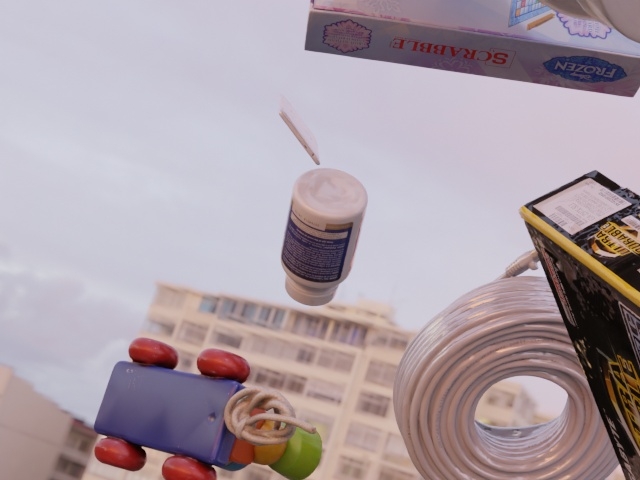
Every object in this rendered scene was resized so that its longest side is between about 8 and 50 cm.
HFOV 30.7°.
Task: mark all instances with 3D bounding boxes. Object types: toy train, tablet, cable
[{"bbox_3d":[-0.050,0.153,0.906,0.248,0.105,0.143,3,-19,44],"label":"toy train"},{"bbox_3d":[-0.017,-0.092,0.959,0.054,0.006,0.083,53,9,-15],"label":"tablet"},{"bbox_3d":[0.205,0.162,1.187,0.257,0.257,0.089,52,12,-21],"label":"cable"}]

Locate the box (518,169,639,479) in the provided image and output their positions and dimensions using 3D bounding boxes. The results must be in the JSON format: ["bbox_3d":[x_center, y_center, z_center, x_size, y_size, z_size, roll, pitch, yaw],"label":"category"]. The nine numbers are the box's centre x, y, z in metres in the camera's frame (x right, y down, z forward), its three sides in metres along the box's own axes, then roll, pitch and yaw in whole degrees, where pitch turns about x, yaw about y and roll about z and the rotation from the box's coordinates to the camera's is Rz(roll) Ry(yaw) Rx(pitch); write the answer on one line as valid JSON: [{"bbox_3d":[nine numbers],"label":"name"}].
[{"bbox_3d":[0.276,0.132,0.832,0.322,0.079,0.257,64,-7,-26],"label":"box"}]

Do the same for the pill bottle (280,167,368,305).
[{"bbox_3d":[0.000,0.000,1.037,0.067,0.067,0.120,17,-47,5],"label":"pill bottle"}]

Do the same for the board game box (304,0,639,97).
[{"bbox_3d":[0.158,-0.304,1.140,0.318,0.318,0.066,8,-28,-2],"label":"board game box"}]

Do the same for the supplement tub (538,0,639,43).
[{"bbox_3d":[0.183,-0.305,0.842,0.235,0.235,0.325,39,11,-47],"label":"supplement tub"}]
